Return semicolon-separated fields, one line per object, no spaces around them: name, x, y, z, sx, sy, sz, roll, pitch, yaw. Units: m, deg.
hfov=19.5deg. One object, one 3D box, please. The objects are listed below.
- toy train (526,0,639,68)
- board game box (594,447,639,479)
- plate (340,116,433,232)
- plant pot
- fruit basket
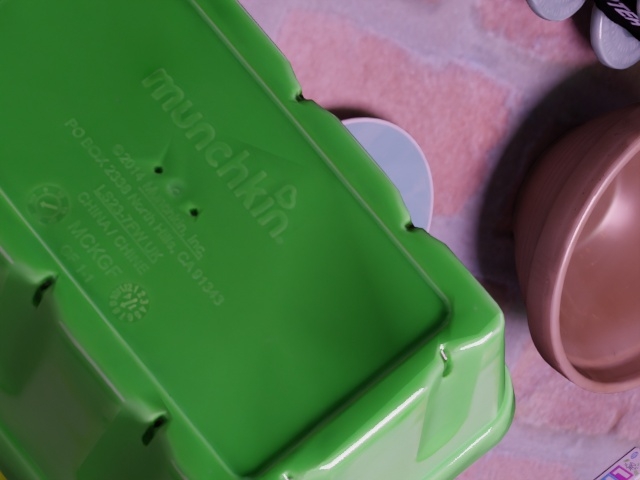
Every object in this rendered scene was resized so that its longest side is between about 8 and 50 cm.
toy train;0.222;-0.229;1.252;0.334;0.142;0.190;27;83;-47
board game box;0.264;0.273;1.683;0.103;0.026;0.154;-34;134;-24
plate;0.000;0.000;1.262;0.188;0.024;0.188;-24;131;-31
plant pot;0.222;-0.013;1.398;0.237;0.109;0.237;-24;129;-33
fruit basket;-0.108;0.041;0.999;0.283;0.392;0.392;-37;136;-19
